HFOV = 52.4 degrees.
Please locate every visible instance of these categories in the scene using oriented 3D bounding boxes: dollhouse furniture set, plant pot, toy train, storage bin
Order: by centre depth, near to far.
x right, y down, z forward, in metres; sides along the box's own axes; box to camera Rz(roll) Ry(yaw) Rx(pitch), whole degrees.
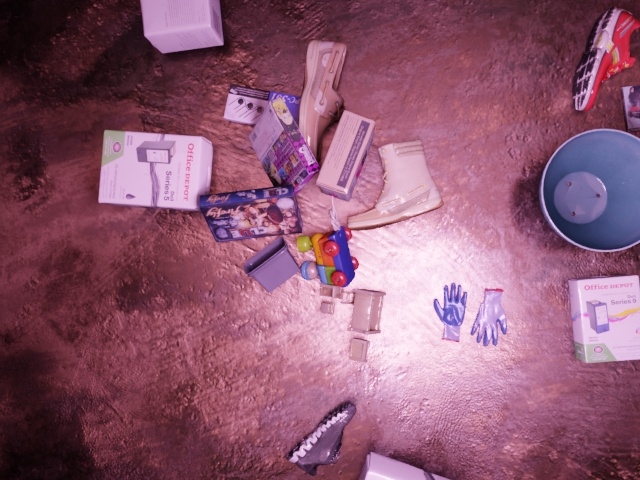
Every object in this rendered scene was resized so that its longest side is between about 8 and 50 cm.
[{"bbox_3d":[0.675,-0.115,1.621,0.290,0.195,0.291,0,88,5],"label":"plant pot"},{"bbox_3d":[0.000,0.000,1.687,0.143,0.105,0.248,-2,115,29],"label":"toy train"},{"bbox_3d":[0.076,0.215,1.736,0.160,0.101,0.182,8,89,30],"label":"dollhouse furniture set"},{"bbox_3d":[-0.127,0.069,1.748,0.135,0.098,0.091,-36,113,3],"label":"storage bin"}]

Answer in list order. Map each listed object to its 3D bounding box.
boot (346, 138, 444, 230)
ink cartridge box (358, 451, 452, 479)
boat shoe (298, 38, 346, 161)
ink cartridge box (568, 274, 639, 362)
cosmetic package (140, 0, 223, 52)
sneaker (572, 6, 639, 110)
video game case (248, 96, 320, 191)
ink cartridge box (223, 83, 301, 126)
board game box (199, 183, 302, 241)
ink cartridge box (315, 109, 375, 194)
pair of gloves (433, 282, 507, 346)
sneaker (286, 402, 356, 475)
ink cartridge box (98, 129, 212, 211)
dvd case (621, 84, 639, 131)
[{"bbox_3d":[0.173,-0.145,1.718,0.261,0.095,0.204,-17,87,4],"label":"boot"},{"bbox_3d":[0.262,0.754,1.647,0.394,0.166,0.286,18,90,6],"label":"ink cartridge box"},{"bbox_3d":[0.008,-0.368,1.726,0.110,0.121,0.342,5,88,6],"label":"boat shoe"},{"bbox_3d":[0.730,0.197,1.659,0.154,0.093,0.213,-4,86,6],"label":"ink cartridge box"},{"bbox_3d":[-0.373,-0.610,1.753,0.183,0.151,0.152,-6,87,4],"label":"cosmetic package"},{"bbox_3d":[0.745,-0.460,1.675,0.118,0.107,0.279,21,93,-4],"label":"sneaker"},{"bbox_3d":[-0.100,-0.228,1.683,0.041,0.232,0.210,-26,85,-24],"label":"video game case"},{"bbox_3d":[-0.153,-0.360,1.778,0.206,0.046,0.097,12,91,5],"label":"ink cartridge box"},{"bbox_3d":[-0.179,-0.069,1.716,0.243,0.165,0.042,-7,55,5],"label":"board game box"},{"bbox_3d":[0.066,-0.208,1.658,0.088,0.234,0.193,20,91,3],"label":"ink cartridge box"},{"bbox_3d":[0.397,0.197,1.724,0.198,0.023,0.160,6,87,4],"label":"pair of gloves"},{"bbox_3d":[0.025,0.532,1.723,0.234,0.078,0.106,-44,88,6],"label":"sneaker"},{"bbox_3d":[-0.444,-0.187,1.765,0.272,0.115,0.199,4,89,5],"label":"ink cartridge box"},{"bbox_3d":[0.842,-0.348,1.704,0.087,0.013,0.120,-5,89,5],"label":"dvd case"}]
